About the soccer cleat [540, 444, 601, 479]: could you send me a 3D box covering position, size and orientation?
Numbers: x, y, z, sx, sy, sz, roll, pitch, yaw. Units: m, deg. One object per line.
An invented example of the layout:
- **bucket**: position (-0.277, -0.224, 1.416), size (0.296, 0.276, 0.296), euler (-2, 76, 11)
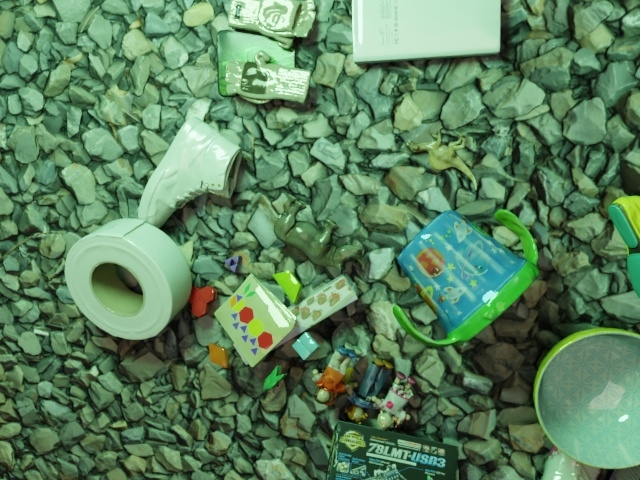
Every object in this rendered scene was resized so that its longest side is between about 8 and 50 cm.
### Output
- **soccer cleat**: position (0.538, 0.570, 1.177), size (0.116, 0.143, 0.331), euler (28, 98, 5)

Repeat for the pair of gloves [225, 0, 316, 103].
- **pair of gloves**: position (-0.114, -0.429, 1.202), size (0.204, 0.042, 0.240), euler (5, 96, 12)

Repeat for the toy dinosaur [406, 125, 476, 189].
- **toy dinosaur**: position (0.285, -0.193, 1.175), size (0.183, 0.053, 0.092), euler (31, 117, 12)

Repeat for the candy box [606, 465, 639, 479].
- **candy box**: position (0.810, 0.489, 1.133), size (0.268, 0.122, 0.317), euler (19, 102, 6)

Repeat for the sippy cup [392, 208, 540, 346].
- **sippy cup**: position (0.293, 0.063, 1.123), size (0.224, 0.305, 0.240), euler (48, 131, 12)

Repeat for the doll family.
- **doll family**: position (0.089, 0.347, 1.259), size (0.263, 0.118, 0.163), euler (26, 95, -13)

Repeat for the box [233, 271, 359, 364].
- **box**: position (-0.057, 0.187, 1.271), size (0.324, 0.067, 0.063), euler (-33, 91, 12)

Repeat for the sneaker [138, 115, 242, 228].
- **sneaker**: position (-0.298, -0.123, 1.249), size (0.169, 0.108, 0.292), euler (32, 101, 7)

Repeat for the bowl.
- **bowl**: position (0.588, 0.310, 1.129), size (0.290, 0.156, 0.289), euler (1, 98, 9)

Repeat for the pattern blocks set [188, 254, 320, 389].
- **pattern blocks set**: position (-0.158, 0.184, 1.253), size (0.285, 0.026, 0.324), euler (-37, 68, 11)

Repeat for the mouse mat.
- **mouse mat**: position (-0.150, -0.414, 1.234), size (0.190, 0.007, 0.152), euler (1, 98, 9)

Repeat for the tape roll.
- **tape roll**: position (-0.457, 0.093, 1.270), size (0.286, 0.100, 0.286), euler (7, 116, 15)

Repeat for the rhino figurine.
- **rhino figurine**: position (0.000, 0.000, 1.232), size (0.243, 0.073, 0.106), euler (33, 98, 3)

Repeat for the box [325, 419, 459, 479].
- **box**: position (0.153, 0.578, 1.176), size (0.296, 0.293, 0.073), euler (12, 143, -1)

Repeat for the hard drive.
- **hard drive**: position (0.223, -0.494, 1.140), size (0.308, 0.040, 0.202), euler (-1, 98, 10)

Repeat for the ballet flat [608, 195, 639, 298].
- **ballet flat**: position (0.683, 0.013, 1.118), size (0.077, 0.077, 0.230), euler (-21, 92, -5)
